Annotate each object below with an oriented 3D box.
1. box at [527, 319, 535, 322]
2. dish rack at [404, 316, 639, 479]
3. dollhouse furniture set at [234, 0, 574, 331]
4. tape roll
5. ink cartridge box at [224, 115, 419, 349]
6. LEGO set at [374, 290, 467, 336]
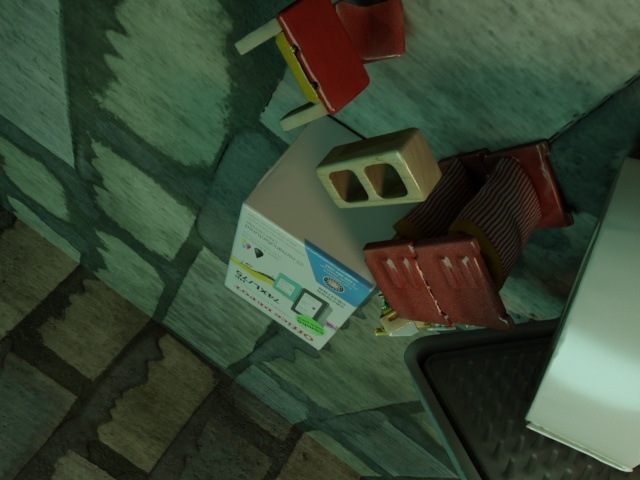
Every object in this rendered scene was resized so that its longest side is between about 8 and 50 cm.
[{"bbox_3d":[0.389,0.315,0.953,0.191,0.143,0.381,22,146,21],"label":"box"},{"bbox_3d":[0.285,0.209,0.657,0.332,0.286,0.072,-4,121,-13],"label":"dish rack"},{"bbox_3d":[0.111,-0.106,0.595,0.152,0.201,0.374,-3,126,47],"label":"dollhouse furniture set"},{"bbox_3d":[0.297,0.068,0.550,0.100,0.286,0.286,21,147,22],"label":"tape roll"},{"bbox_3d":[0.000,0.000,0.838,0.198,0.197,0.270,34,150,4],"label":"ink cartridge box"},{"bbox_3d":[0.139,0.079,0.814,0.132,0.107,0.287,-9,170,40],"label":"LEGO set"}]
